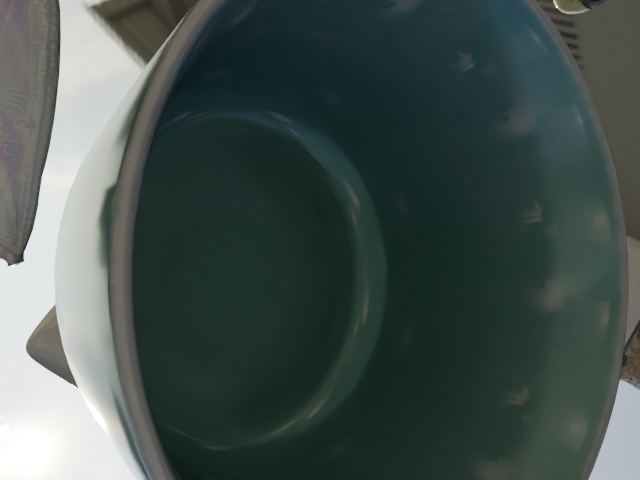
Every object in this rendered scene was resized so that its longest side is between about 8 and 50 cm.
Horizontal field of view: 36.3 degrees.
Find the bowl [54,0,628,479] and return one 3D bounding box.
[{"bbox_3d":[-0.003,0.019,0.480,0.163,0.312,0.311,-4,-150,48],"label":"bowl"}]

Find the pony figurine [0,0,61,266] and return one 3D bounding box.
[{"bbox_3d":[-0.220,-0.172,0.446,0.302,0.351,0.363,18,-165,-1],"label":"pony figurine"}]

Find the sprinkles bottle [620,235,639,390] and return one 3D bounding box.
[{"bbox_3d":[0.387,0.128,0.821,0.355,0.121,0.121,29,-132,17],"label":"sprinkles bottle"}]

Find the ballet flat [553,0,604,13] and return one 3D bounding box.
[{"bbox_3d":[0.235,-0.237,0.754,0.049,0.057,0.173,-41,177,-40],"label":"ballet flat"}]

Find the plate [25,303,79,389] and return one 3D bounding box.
[{"bbox_3d":[-0.137,0.085,1.093,0.277,0.278,0.045,-57,-179,-25],"label":"plate"}]
